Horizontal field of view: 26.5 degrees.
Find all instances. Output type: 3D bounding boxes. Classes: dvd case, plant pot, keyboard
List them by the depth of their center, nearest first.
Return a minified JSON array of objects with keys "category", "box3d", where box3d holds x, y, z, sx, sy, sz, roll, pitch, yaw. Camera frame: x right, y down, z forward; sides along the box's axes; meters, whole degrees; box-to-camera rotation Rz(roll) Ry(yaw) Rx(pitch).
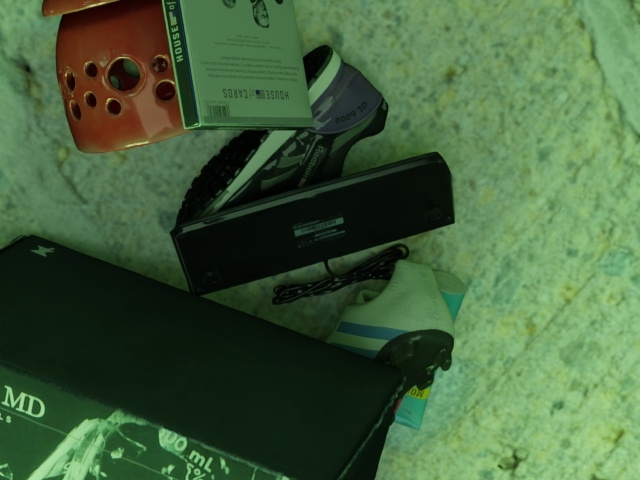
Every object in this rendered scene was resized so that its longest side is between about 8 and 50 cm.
[{"category":"dvd case","box3d":[-0.088,-0.229,1.369,0.030,0.179,0.238,-11,87,37]},{"category":"plant pot","box3d":[-0.185,-0.199,1.413,0.191,0.191,0.174,-14,103,3]},{"category":"keyboard","box3d":[0.000,0.000,1.537,0.317,0.033,0.201,-15,140,-3]}]

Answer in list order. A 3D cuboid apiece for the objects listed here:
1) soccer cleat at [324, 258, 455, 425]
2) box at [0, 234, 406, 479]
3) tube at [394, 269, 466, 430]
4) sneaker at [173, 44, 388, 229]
[{"category":"soccer cleat","box3d":[0.048,0.148,1.610,0.116,0.143,0.331,15,138,-29]},{"category":"box","box3d":[-0.215,0.313,1.487,0.480,0.297,0.471,19,112,12]},{"category":"tube","box3d":[0.116,0.135,1.641,0.080,0.052,0.207,21,116,4]},{"category":"sneaker","box3d":[-0.041,-0.073,1.515,0.124,0.107,0.283,38,106,-22]}]
